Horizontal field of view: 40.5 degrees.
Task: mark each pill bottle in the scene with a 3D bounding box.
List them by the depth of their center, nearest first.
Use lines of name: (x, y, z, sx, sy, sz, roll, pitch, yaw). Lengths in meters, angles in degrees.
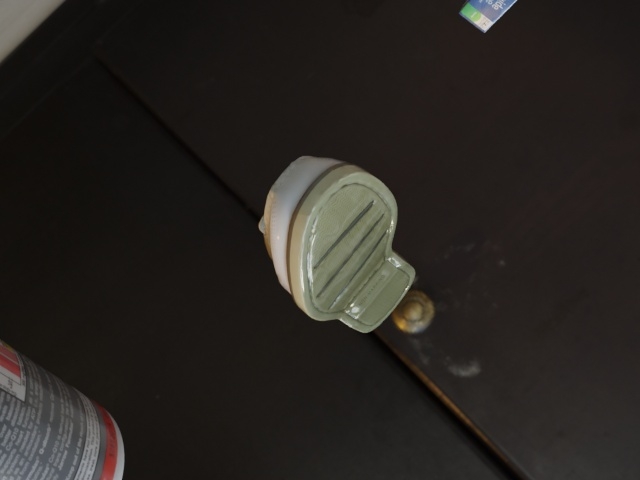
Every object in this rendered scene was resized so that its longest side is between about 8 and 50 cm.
pill bottle: (-0.380, 0.179, 0.840, 0.210, 0.210, 0.363, 44, 176, 48)

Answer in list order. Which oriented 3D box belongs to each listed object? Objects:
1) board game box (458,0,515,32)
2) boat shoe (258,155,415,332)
board game box: (0.215, -0.297, 0.796, 0.035, 0.136, 0.201, 35, 149, -8)
boat shoe: (0.000, 0.000, 0.722, 0.103, 0.113, 0.302, 39, 172, 20)
